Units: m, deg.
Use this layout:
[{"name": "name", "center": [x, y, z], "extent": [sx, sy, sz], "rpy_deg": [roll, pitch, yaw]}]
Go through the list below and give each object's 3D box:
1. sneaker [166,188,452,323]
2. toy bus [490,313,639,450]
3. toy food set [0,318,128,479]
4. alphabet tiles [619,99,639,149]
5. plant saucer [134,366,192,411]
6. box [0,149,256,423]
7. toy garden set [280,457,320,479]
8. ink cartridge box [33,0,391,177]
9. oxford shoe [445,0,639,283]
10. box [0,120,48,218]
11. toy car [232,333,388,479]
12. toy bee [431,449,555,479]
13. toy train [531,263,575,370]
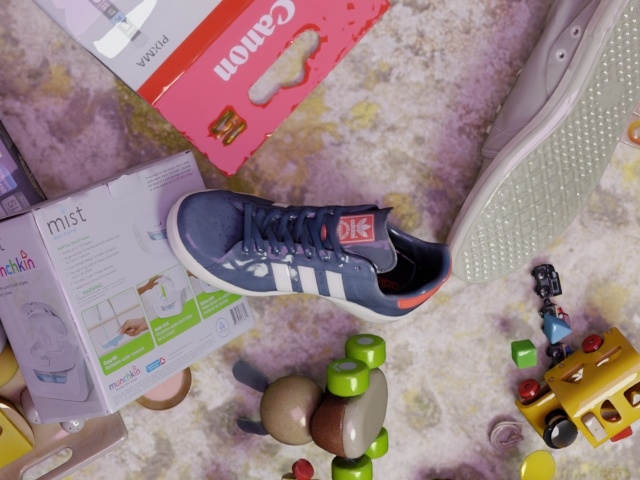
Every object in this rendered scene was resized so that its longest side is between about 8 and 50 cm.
[{"name": "sneaker", "center": [0.000, 0.000, 1.288], "extent": [0.350, 0.148, 0.131], "rpy_deg": [13, 63, -30]}, {"name": "toy bus", "center": [0.333, 0.207, 1.399], "extent": [0.190, 0.104, 0.202], "rpy_deg": [4, 112, -11]}, {"name": "toy food set", "center": [-0.393, 0.189, 1.296], "extent": [0.219, 0.092, 0.306], "rpy_deg": [-30, 126, -2]}, {"name": "alphabet tiles", "center": [0.458, -0.207, 1.442], "extent": [0.237, 0.009, 0.198], "rpy_deg": [21, 93, -8]}, {"name": "plant saucer", "center": [-0.203, 0.173, 1.403], "extent": [0.083, 0.015, 0.084], "rpy_deg": [-1, 95, -7]}, {"name": "box", "center": [-0.225, 0.045, 1.258], "extent": [0.126, 0.262, 0.231], "rpy_deg": [-15, 100, 38]}, {"name": "toy garden set", "center": [-0.014, 0.392, 1.378], "extent": [0.244, 0.049, 0.204], "rpy_deg": [39, 122, -8]}, {"name": "ink cartridge box", "center": [-0.147, -0.312, 1.326], "extent": [0.385, 0.091, 0.308], "rpy_deg": [43, 90, -7]}, {"name": "oxford shoe", "center": [0.282, -0.149, 1.377], "extent": [0.169, 0.130, 0.449], "rpy_deg": [16, 108, -42]}, {"name": "box", "center": [-0.508, -0.057, 1.280], "extent": [0.318, 0.097, 0.395], "rpy_deg": [-28, 108, -5]}, {"name": "toy car", "center": [-0.018, 0.205, 1.387], "extent": [0.188, 0.149, 0.155], "rpy_deg": [3, 109, 18]}, {"name": "toy bee", "center": [0.278, 0.384, 1.390], "extent": [0.162, 0.298, 0.195], "rpy_deg": [11, 116, -49]}, {"name": "toy train", "center": [0.307, 0.107, 1.447], "extent": [0.036, 0.027, 0.158], "rpy_deg": [-14, 97, -15]}]
